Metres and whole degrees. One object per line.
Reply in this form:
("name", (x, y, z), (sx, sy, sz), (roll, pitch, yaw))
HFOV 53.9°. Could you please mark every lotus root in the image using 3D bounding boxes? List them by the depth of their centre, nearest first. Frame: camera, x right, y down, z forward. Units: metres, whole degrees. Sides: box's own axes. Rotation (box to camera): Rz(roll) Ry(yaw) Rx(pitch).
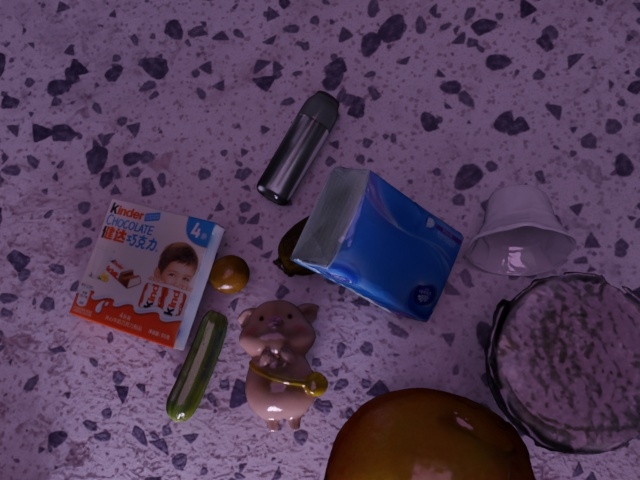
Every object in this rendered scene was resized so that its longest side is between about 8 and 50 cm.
("lotus root", (0.000, 0.000, 1.259), (0.209, 0.120, 0.120), (-30, 76, 1))

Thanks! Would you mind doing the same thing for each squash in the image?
("squash", (-0.245, 0.252, 1.260), (0.066, 0.066, 0.229), (19, 81, 10))

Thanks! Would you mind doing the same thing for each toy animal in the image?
("toy animal", (-0.075, 0.237, 1.208), (0.165, 0.149, 0.248), (1, 70, -10))

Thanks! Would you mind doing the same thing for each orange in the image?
("orange", (-0.187, 0.070, 1.288), (0.085, 0.085, 0.085), (-1, 78, 6))

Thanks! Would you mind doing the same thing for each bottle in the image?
("bottle", (-0.048, -0.198, 1.334), (0.096, 0.079, 0.254), (22, 80, 50))

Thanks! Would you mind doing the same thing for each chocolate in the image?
("chocolate", (0.430, 0.212, 1.116), (0.303, 0.213, 0.303), (-1, 79, 5))

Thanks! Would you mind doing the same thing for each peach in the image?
("peach", (0.181, 0.420, 1.046), (0.372, 0.290, 0.373), (-6, 78, 28))

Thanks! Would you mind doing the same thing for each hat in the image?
("hat", (0.379, -0.027, 1.210), (0.203, 0.203, 0.126), (2, 59, 7))

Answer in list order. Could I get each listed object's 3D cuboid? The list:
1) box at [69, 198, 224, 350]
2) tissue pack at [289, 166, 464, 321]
("box", (-0.359, 0.063, 1.297), (0.273, 0.048, 0.265), (12, 78, 23))
("tissue pack", (0.112, 0.010, 1.168), (0.263, 0.146, 0.198), (31, 79, -33))
